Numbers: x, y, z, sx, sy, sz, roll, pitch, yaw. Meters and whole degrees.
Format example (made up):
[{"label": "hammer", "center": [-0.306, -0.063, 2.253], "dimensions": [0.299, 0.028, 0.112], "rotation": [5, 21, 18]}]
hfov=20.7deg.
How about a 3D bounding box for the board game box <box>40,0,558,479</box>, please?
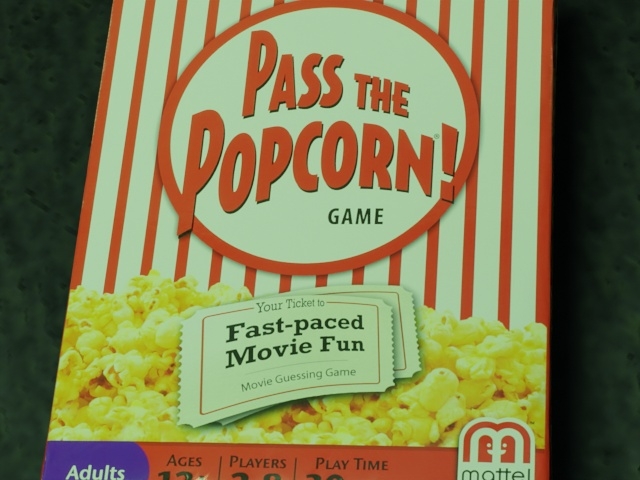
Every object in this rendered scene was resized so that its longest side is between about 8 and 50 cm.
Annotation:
[{"label": "board game box", "center": [0.000, 0.000, 0.546], "dimensions": [0.146, 0.045, 0.193], "rotation": [-1, 62, 9]}]
